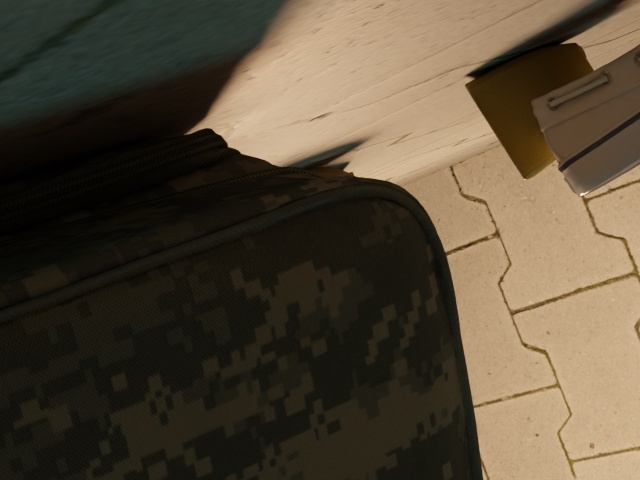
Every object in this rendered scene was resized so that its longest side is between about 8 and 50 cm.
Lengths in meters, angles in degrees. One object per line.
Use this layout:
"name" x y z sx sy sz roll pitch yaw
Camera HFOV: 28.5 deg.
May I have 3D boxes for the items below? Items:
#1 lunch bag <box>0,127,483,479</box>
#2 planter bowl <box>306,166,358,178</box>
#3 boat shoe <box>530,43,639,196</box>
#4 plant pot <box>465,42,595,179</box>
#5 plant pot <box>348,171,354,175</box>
"lunch bag" -0.121 0.081 0.549 0.305 0.212 0.256 -20 -163 -26
"planter bowl" 0.000 0.000 1.186 0.162 0.162 0.109 -21 152 -44
"boat shoe" 0.241 -0.127 0.783 0.096 0.088 0.267 -25 170 -45
"plant pot" 0.165 -0.100 0.917 0.083 0.081 0.081 -32 177 13
"plant pot" -0.046 0.049 1.417 0.187 0.212 0.212 -8 178 -4
